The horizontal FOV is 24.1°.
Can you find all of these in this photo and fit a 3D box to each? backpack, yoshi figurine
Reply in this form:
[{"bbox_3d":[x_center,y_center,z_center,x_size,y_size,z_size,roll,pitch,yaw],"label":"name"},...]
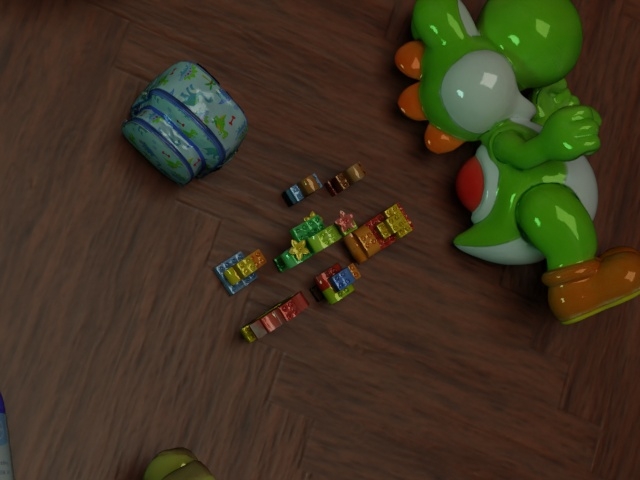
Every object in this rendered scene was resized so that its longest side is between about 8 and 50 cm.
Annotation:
[{"bbox_3d":[-0.125,-0.106,1.397,0.105,0.114,0.084,44,68,-8],"label":"backpack"},{"bbox_3d":[0.231,-0.111,1.504,0.203,0.203,0.362,-26,86,-39],"label":"yoshi figurine"}]

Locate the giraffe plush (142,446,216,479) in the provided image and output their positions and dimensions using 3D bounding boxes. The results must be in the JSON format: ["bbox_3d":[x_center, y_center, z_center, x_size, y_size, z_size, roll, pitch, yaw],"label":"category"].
[{"bbox_3d":[-0.128,0.306,1.288,0.170,0.181,0.210,-35,75,-12],"label":"giraffe plush"}]

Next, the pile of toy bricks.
[{"bbox_3d":[0.000,0.000,1.427,0.212,0.105,0.118,-34,92,-23],"label":"pile of toy bricks"}]

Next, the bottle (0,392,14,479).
[{"bbox_3d":[-0.309,0.257,1.251,0.118,0.092,0.282,0,74,-38],"label":"bottle"}]
